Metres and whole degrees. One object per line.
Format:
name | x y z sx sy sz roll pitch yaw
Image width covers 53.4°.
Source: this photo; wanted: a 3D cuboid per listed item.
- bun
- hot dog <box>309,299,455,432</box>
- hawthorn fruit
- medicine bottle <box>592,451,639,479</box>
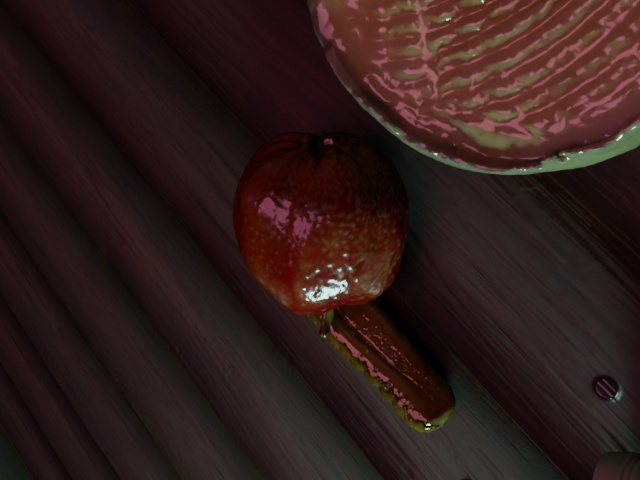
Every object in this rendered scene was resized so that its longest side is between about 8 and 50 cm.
bun | 0.171 -0.238 0.507 0.364 0.202 0.364 9 106 32
hot dog | 0.058 0.124 0.824 0.289 0.083 0.068 48 169 19
hawthorn fruit | 0.000 0.000 0.748 0.205 0.205 0.253 24 124 34
medicine bottle | 0.375 0.241 0.539 0.250 0.131 0.131 -14 95 45
